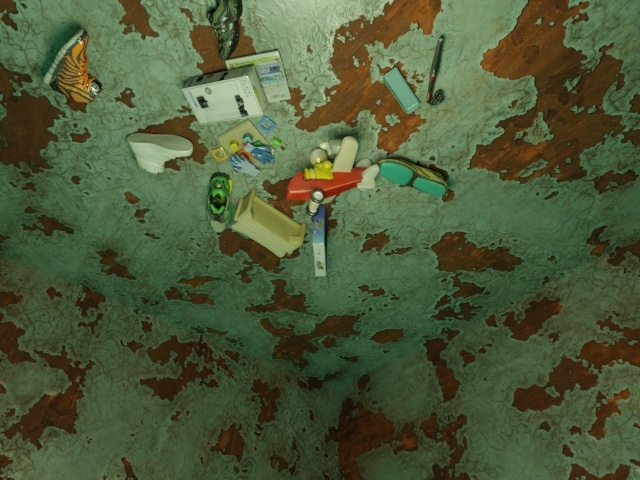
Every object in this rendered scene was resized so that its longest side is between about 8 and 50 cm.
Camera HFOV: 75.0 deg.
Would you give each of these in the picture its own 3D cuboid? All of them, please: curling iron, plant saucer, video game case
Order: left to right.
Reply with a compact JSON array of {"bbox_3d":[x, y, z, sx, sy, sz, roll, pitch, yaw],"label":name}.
[{"bbox_3d":[-0.240,-0.632,1.638,0.212,0.023,0.193,-6,135,10],"label":"video game case"},{"bbox_3d":[0.000,0.000,2.096,0.061,0.270,0.244,-2,136,4],"label":"video game case"},{"bbox_3d":[0.321,-0.594,1.652,0.067,0.018,0.192,-28,127,28],"label":"plant saucer"},{"bbox_3d":[0.445,-0.636,1.590,0.068,0.035,0.274,-7,136,4],"label":"curling iron"}]

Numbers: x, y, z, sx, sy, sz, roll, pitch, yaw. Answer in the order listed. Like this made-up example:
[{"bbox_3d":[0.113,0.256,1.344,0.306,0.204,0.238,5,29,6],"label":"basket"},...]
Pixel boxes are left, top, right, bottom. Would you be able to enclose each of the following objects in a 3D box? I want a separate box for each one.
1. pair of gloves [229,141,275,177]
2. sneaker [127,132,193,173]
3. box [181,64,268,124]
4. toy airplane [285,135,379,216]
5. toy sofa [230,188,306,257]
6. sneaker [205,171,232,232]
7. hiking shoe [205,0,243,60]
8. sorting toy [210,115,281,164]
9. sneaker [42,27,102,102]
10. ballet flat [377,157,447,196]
[{"bbox_3d":[-0.303,-0.363,1.861,0.159,0.023,0.198,27,132,-34],"label":"pair of gloves"},{"bbox_3d":[-0.698,-0.381,1.871,0.292,0.108,0.169,10,138,7],"label":"sneaker"},{"bbox_3d":[-0.372,-0.567,1.640,0.289,0.087,0.169,-3,136,16],"label":"box"},{"bbox_3d":[0.059,-0.299,1.831,0.386,0.273,0.384,-37,162,23],"label":"toy airplane"},{"bbox_3d":[-0.264,-0.080,2.116,0.362,0.150,0.177,33,133,-27],"label":"toy sofa"},{"bbox_3d":[-0.510,-0.161,2.048,0.134,0.146,0.344,8,136,-5],"label":"sneaker"},{"bbox_3d":[-0.349,-0.763,1.483,0.114,0.086,0.227,23,128,-1],"label":"hiking shoe"},{"bbox_3d":[-0.331,-0.414,1.849,0.347,0.047,0.196,-22,131,24],"label":"sorting toy"},{"bbox_3d":[-0.911,-0.655,1.599,0.321,0.125,0.180,-24,135,39],"label":"sneaker"},{"bbox_3d":[0.412,-0.300,1.880,0.348,0.123,0.123,19,134,-11],"label":"ballet flat"}]
